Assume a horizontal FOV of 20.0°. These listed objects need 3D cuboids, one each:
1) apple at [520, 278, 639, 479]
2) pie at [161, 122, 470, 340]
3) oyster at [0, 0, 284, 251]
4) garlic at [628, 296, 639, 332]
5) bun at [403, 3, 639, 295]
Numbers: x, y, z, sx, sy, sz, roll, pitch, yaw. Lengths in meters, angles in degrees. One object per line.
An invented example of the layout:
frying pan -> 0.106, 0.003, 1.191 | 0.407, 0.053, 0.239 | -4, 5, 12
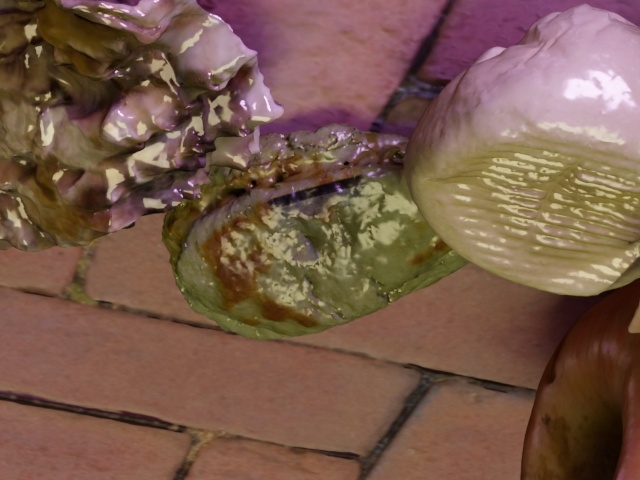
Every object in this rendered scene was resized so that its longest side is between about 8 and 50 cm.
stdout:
apple -> 0.346, 0.202, 1.366 | 0.346, 0.391, 0.391 | 10, 142, -10
pie -> 0.000, 0.000, 1.361 | 0.248, 0.090, 0.201 | -21, 133, 21
oyster -> -0.172, -0.075, 1.242 | 0.351, 0.115, 0.238 | -26, 134, 35
garlic -> 0.323, -0.040, 1.176 | 0.148, 0.266, 0.128 | 15, 129, 54
bun -> 0.172, -0.068, 1.226 | 0.229, 0.145, 0.229 | 8, 149, 5
